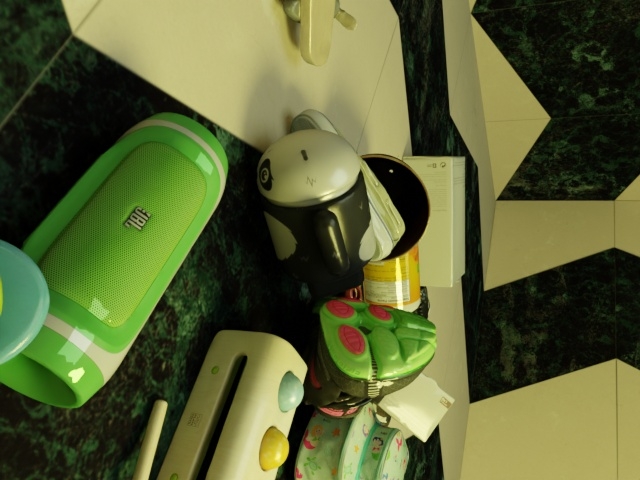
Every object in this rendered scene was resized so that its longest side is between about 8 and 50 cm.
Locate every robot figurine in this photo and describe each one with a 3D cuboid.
[{"bbox_3d":[-0.006,-0.041,0.942,0.173,0.209,0.278,-42,132,-37],"label":"robot figurine"}]

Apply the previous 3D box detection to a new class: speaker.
[{"bbox_3d":[-0.198,0.003,0.563,0.131,0.131,0.297,69,33,-41],"label":"speaker"}]

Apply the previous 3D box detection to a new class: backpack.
[{"bbox_3d":[0.058,0.429,1.109,0.225,0.190,0.254,-61,141,-40],"label":"backpack"}]

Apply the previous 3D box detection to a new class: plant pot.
[{"bbox_3d":[0.120,-0.095,1.215,0.230,0.215,0.216,-65,150,-69],"label":"plant pot"}]

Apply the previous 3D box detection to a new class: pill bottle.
[{"bbox_3d":[0.169,0.098,1.382,0.136,0.136,0.246,-34,122,-61],"label":"pill bottle"}]

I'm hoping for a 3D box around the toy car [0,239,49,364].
[{"bbox_3d":[-0.259,0.047,0.370,0.136,0.181,0.159,19,59,-70],"label":"toy car"}]

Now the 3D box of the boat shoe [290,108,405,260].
[{"bbox_3d":[0.050,-0.106,1.054,0.094,0.109,0.302,-41,108,-38],"label":"boat shoe"}]

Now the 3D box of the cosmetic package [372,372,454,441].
[{"bbox_3d":[0.136,0.279,1.115,0.107,0.127,0.238,-51,-168,-7],"label":"cosmetic package"}]

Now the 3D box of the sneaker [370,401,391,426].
[{"bbox_3d":[0.142,0.373,1.344,0.276,0.135,0.098,68,32,-45],"label":"sneaker"}]

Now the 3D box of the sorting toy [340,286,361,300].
[{"bbox_3d":[0.052,0.137,1.250,0.102,0.042,0.061,-46,118,-40],"label":"sorting toy"}]

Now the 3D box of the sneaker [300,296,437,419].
[{"bbox_3d":[0.061,0.200,0.932,0.483,0.185,0.203,106,-4,-84],"label":"sneaker"}]

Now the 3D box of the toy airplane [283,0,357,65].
[{"bbox_3d":[0.014,-0.529,0.904,0.386,0.272,0.384,-49,139,2],"label":"toy airplane"}]

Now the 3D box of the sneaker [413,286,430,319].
[{"bbox_3d":[0.281,0.212,1.730,0.217,0.079,0.121,-67,146,-55],"label":"sneaker"}]

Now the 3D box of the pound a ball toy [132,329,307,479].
[{"bbox_3d":[-0.124,0.268,0.736,0.208,0.135,0.319,63,36,-47],"label":"pound a ball toy"}]

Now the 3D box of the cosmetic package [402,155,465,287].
[{"bbox_3d":[0.352,-0.064,1.767,0.217,0.156,0.386,-15,107,-65],"label":"cosmetic package"}]
